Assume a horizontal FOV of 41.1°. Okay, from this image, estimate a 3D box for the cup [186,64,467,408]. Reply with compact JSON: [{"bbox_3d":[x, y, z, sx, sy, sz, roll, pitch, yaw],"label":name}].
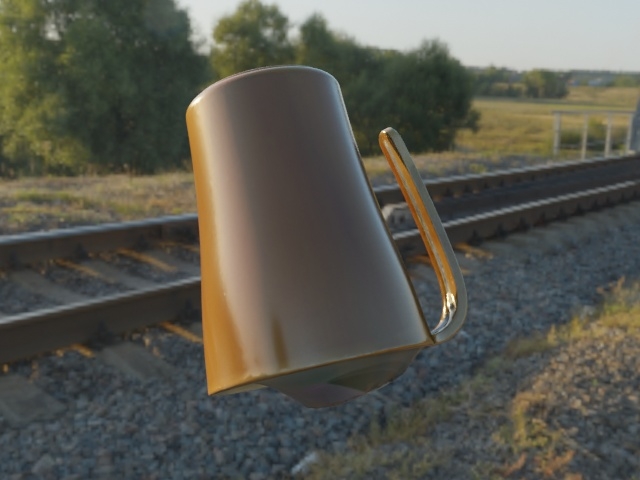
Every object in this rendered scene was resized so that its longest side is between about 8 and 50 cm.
[{"bbox_3d":[0.000,0.000,0.699,0.226,0.264,0.182,-9,-11,-21],"label":"cup"}]
